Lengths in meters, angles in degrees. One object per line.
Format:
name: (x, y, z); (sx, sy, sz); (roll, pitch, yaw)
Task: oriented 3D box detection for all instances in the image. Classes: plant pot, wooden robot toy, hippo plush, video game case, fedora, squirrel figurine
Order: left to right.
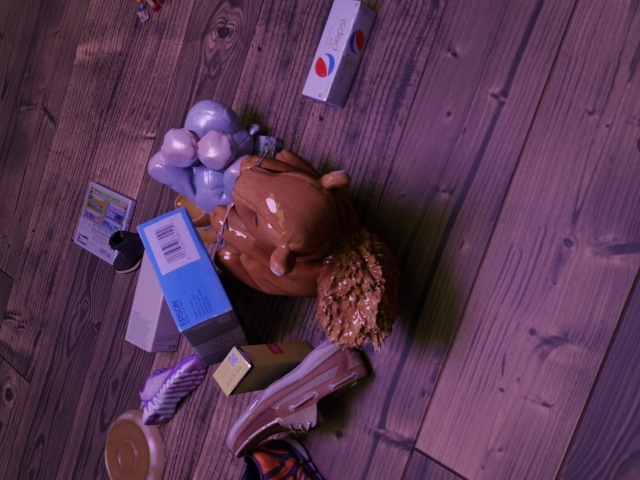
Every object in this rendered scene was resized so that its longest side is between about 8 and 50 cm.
video game case: (-0.624, -0.052, 1.790); (0.212, 0.023, 0.193); (23, 98, 36)
plant pot: (-0.496, 0.563, 1.624); (0.236, 0.032, 0.236); (-4, 83, 35)
wooden robot toy: (-0.483, -0.695, 1.727); (0.173, 0.079, 0.076); (-52, 59, 20)
fedora: (-0.296, -0.085, 1.524); (0.194, 0.079, 0.194); (-5, 82, 36)
hippo plush: (-0.202, -0.190, 1.364); (0.234, 0.294, 0.236); (-16, 43, 35)
squirrel figurine: (0.000, 0.000, 1.084); (0.397, 0.370, 0.281); (38, 80, 1)

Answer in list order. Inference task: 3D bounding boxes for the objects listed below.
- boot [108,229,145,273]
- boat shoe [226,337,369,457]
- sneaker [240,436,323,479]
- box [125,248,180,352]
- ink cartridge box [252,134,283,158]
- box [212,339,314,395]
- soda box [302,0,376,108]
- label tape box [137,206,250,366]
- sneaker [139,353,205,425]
boot: (-0.525, 0.023, 1.640); (0.198, 0.137, 0.077); (-34, 66, 28)
boat shoe: (-0.043, 0.324, 1.222); (0.324, 0.123, 0.116); (-40, 71, -4)
sneaker: (-0.048, 0.533, 1.215); (0.321, 0.180, 0.124); (39, 107, 32)
box: (-0.399, 0.135, 1.564); (0.113, 0.094, 0.275); (17, 95, 35)
ink cartridge box: (-0.129, -0.185, 1.447); (0.063, 0.029, 0.115); (14, 93, 36)
box: (-0.102, 0.254, 1.253); (0.058, 0.232, 0.087); (48, 113, 29)
soda box: (0.040, -0.399, 1.327); (0.074, 0.069, 0.216); (26, 99, 35)
label tape box: (-0.254, 0.126, 1.316); (0.115, 0.348, 0.249); (-24, 65, -12)
sneaker: (-0.377, 0.350, 1.530); (0.236, 0.095, 0.104); (-49, 53, 22)
